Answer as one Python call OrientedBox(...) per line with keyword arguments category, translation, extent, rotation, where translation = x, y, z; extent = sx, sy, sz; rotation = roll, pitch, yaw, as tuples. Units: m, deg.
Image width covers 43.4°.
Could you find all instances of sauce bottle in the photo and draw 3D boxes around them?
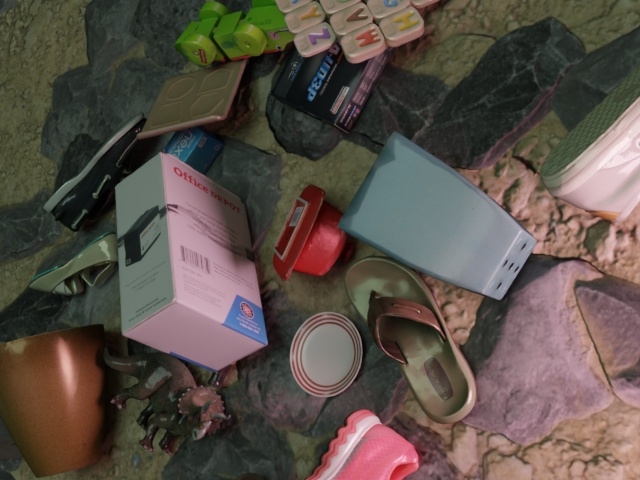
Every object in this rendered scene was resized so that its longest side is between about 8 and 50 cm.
OrientedBox(category="sauce bottle", translation=(-0.164, 0.201, 1.434), extent=(0.042, 0.042, 0.128), rotation=(22, 92, 35))

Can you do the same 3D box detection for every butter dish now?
OrientedBox(category="butter dish", translation=(0.000, 0.000, 1.341), extent=(0.160, 0.118, 0.160), rotation=(-66, 13, 3))

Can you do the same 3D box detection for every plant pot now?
OrientedBox(category="plant pot", translation=(0.186, -0.021, 1.194), extent=(0.234, 0.165, 0.166), rotation=(34, 97, 28))
OrientedBox(category="plant pot", translation=(-0.509, 0.311, 1.536), extent=(0.237, 0.237, 0.255), rotation=(-17, 82, 29))

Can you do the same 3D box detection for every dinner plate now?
OrientedBox(category="dinner plate", translation=(0.011, 0.189, 1.336), extent=(0.141, 0.017, 0.141), rotation=(-9, 73, 31))

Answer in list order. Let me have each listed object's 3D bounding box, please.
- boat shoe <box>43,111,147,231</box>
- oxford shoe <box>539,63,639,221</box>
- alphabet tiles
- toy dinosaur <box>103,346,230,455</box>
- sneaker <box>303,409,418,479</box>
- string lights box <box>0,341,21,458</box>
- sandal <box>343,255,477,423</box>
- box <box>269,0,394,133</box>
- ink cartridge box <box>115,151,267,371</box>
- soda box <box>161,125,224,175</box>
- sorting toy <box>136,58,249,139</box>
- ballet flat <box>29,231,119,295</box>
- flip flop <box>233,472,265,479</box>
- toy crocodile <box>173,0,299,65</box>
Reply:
OrientedBox(category="boat shoe", translation=(-0.449, -0.142, 1.688), extent=(0.302, 0.091, 0.114), rotation=(-41, 15, 19))
OrientedBox(category="oxford shoe", translation=(0.493, -0.194, 1.066), extent=(0.449, 0.169, 0.130), rotation=(-44, 99, 7))
OrientedBox(category="alphabet tiles", translation=(0.067, -0.429, 1.394), extent=(0.277, 0.021, 0.284), rotation=(-22, 57, 1))
OrientedBox(category="toy dinosaur", translation=(-0.279, 0.282, 1.461), extent=(0.160, 0.121, 0.313), rotation=(-48, 51, -1))
OrientedBox(category="sneaker", translation=(0.032, 0.387, 1.147), extent=(0.136, 0.116, 0.314), rotation=(24, 57, 24))
OrientedBox(category="string lights box", translation=(-0.705, 0.328, 1.696), extent=(0.076, 0.133, 0.260), rotation=(-43, 58, 17))
OrientedBox(category="sandal", translation=(0.133, 0.137, 1.226), extent=(0.120, 0.086, 0.303), rotation=(-44, 58, 16))
OrientedBox(category="box", translation=(0.028, -0.322, 1.443), extent=(0.175, 0.051, 0.220), rotation=(32, 95, 36))
OrientedBox(category="ink cartridge box", translation=(-0.224, 0.038, 1.374), extent=(0.129, 0.223, 0.308), rotation=(-31, 51, 24))
OrientedBox(category="soda box", translation=(-0.285, -0.131, 1.587), extent=(0.071, 0.067, 0.210), rotation=(42, 100, 34))
OrientedBox(category="sorting toy", translation=(-0.241, -0.270, 1.557), extent=(0.192, 0.038, 0.208), rotation=(-9, 41, 24))
OrientedBox(category="ballet flat", translation=(-0.504, 0.069, 1.675), extent=(0.248, 0.086, 0.086), rotation=(-29, 63, 23))
OrientedBox(category="flip flop", translation=(-0.096, 0.414, 1.209), extent=(0.112, 0.277, 0.080), rotation=(43, 93, 4))
OrientedBox(category="toy crocodile", translation=(-0.153, -0.391, 1.533), extent=(0.340, 0.105, 0.115), rotation=(0, 57, 36))
